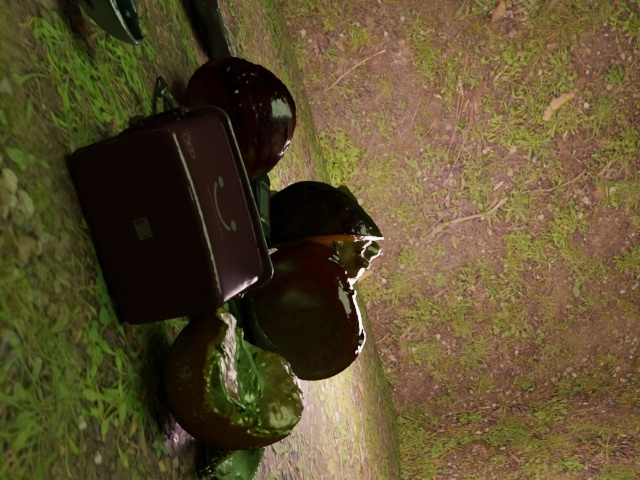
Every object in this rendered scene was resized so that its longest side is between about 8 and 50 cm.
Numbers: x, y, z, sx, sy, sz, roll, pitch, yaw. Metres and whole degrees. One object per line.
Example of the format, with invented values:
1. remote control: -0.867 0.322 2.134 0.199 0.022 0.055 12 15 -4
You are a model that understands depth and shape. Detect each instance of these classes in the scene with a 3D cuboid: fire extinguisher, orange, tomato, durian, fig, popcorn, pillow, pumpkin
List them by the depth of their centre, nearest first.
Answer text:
1. orange: -0.141 0.212 0.953 0.237 0.158 0.179 48 26 -44
2. durian: -0.143 0.351 1.039 0.215 0.086 0.100 64 30 -60
3. fig: -0.163 -0.242 1.309 0.224 0.224 0.263 -73 155 -72
4. tomato: -0.039 0.152 1.414 0.303 0.239 0.303 163 -90 -88
5. fire extinguisher: -0.158 -0.098 1.485 0.118 0.093 0.294 92 -4 -46
6. pumpkin: -0.016 -0.073 1.485 0.148 0.312 0.169 49 37 -80
7. pillow: -0.251 -0.502 1.534 0.169 0.059 0.255 40 -28 53
8. popcorn: 0.003 -0.011 1.709 0.326 0.290 0.321 52 26 -69

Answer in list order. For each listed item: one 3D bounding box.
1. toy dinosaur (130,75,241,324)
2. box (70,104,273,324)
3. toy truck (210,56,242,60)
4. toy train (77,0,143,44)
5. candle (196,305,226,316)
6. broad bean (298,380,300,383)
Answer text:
1. toy dinosaur: -0.212 -0.099 1.107 0.447 0.087 0.301 -101 164 -48
2. box: -0.205 -0.031 0.884 0.167 0.193 0.294 -42 118 -69
3. toy truck: -0.204 -0.298 1.475 0.114 0.098 0.227 131 -50 -77
4. toy train: -0.353 -0.460 0.868 0.086 0.088 0.407 -75 150 -67
5. candle: -0.191 0.116 1.114 0.084 0.059 0.302 -23 100 -65
6. broad bean: -0.074 0.308 1.520 0.077 0.061 0.339 62 13 -14
